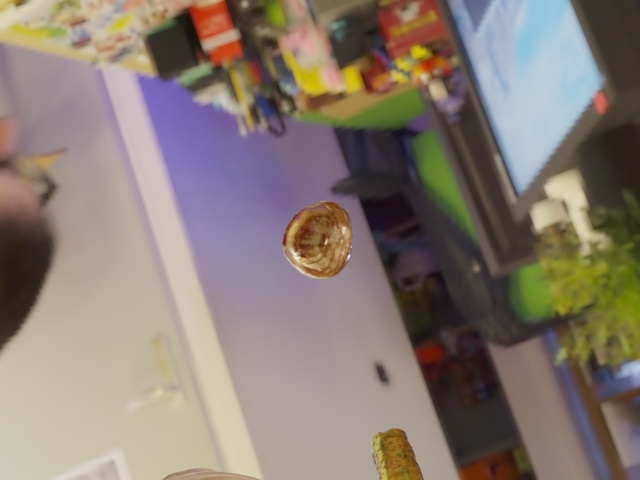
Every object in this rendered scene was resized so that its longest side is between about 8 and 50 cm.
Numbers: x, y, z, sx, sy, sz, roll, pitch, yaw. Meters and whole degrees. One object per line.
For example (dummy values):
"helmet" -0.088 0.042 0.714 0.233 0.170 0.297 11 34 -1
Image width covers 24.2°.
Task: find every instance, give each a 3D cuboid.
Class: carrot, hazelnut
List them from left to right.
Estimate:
"hazelnut" 0.000 0.000 1.623 0.086 0.086 0.086 -18 166 -5
"carrot" 0.068 0.206 1.058 0.042 0.170 0.042 -10 142 -8

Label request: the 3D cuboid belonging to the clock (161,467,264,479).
"clock" -0.161 0.457 1.736 0.377 0.368 0.251 -42 137 24
